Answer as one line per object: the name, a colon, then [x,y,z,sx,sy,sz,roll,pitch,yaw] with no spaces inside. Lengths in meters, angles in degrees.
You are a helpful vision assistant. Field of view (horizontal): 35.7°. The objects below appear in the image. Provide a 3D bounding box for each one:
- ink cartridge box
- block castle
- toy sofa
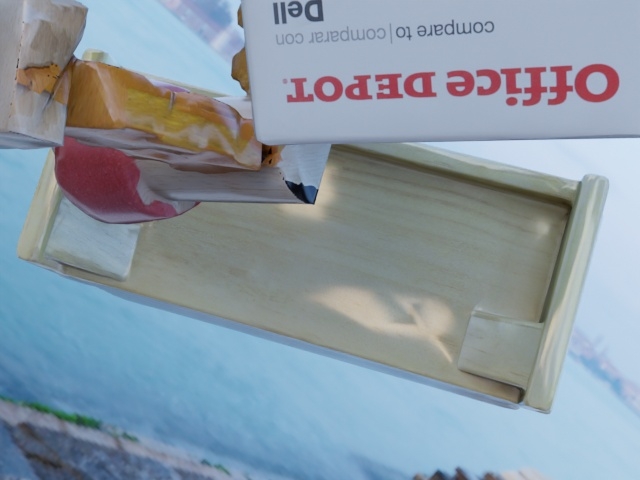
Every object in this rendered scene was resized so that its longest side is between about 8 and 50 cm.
ink cartridge box: [0.049,-0.141,0.354,0.153,0.208,0.087,0,16,21]
block castle: [-0.188,-0.180,0.397,0.213,0.303,0.453,4,-5,41]
toy sofa: [0.000,0.000,0.687,0.362,0.150,0.177,15,-7,10]
